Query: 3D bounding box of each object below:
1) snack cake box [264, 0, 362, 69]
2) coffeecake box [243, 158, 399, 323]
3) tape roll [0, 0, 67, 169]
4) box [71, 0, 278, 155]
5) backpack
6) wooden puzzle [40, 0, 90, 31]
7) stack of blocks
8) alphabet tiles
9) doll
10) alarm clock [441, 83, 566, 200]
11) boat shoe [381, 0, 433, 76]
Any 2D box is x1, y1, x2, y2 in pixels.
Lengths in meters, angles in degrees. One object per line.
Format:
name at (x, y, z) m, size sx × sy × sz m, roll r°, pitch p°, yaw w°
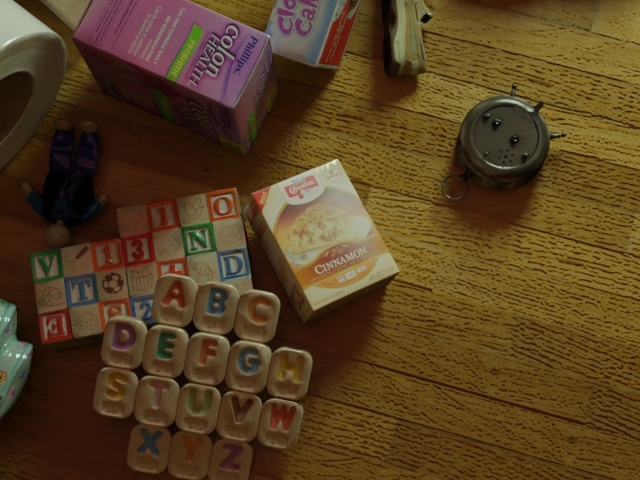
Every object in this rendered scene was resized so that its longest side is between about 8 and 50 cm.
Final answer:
snack cake box at (0.014, -0.378, 1.760) m, size 0.089 × 0.152 × 0.264 m, roll 20°, pitch 100°, yaw 8°
coffeecake box at (0.000, 0.000, 1.742) m, size 0.142 × 0.068 × 0.185 m, roll -24°, pitch 77°, yaw -22°
tape roll at (-0.477, -0.196, 1.711) m, size 0.100 × 0.286 × 0.286 m, roll 37°, pitch 81°, yaw 10°
box at (-0.195, -0.244, 1.747) m, size 0.243 × 0.213 × 0.117 m, roll 23°, pitch 79°, yaw 6°
backpack at (-0.465, 0.163, 1.689) m, size 0.144 × 0.166 × 0.188 m, roll 14°, pitch 81°, yaw -7°
wooden puzzle at (-0.359, -0.515, 1.887) m, size 0.348 × 0.080 × 0.322 m, roll 43°, pitch 82°, yaw 5°
stack of blocks at (-0.245, 0.042, 1.748) m, size 0.297 × 0.087 × 0.171 m, roll -11°, pitch 77°, yaw -1°
alphabet tiles at (-0.159, 0.193, 1.690) m, size 0.284 × 0.021 × 0.278 m, roll 11°, pitch 98°, yaw -3°
doll at (-0.367, -0.077, 1.799) m, size 0.129 × 0.046 × 0.189 m, roll 4°, pitch 75°, yaw 4°
alarm clock at (0.247, -0.127, 1.788) m, size 0.192 × 0.064 × 0.129 m, roll -44°, pitch 80°, yaw -5°
boat shoe at (0.130, -0.334, 1.840) m, size 0.072 × 0.068 × 0.190 m, roll 1°, pitch 87°, yaw -10°
